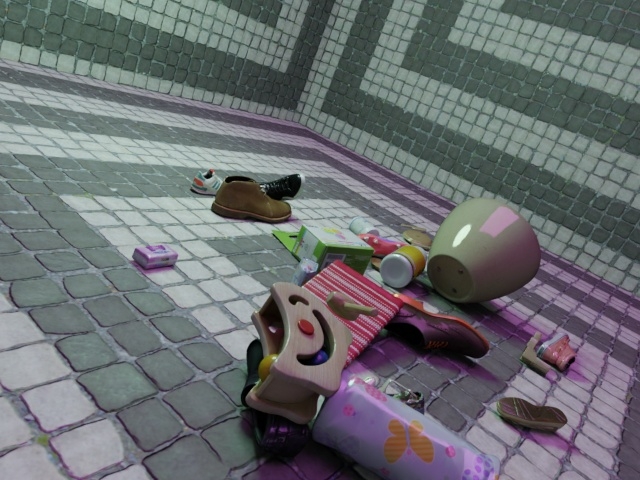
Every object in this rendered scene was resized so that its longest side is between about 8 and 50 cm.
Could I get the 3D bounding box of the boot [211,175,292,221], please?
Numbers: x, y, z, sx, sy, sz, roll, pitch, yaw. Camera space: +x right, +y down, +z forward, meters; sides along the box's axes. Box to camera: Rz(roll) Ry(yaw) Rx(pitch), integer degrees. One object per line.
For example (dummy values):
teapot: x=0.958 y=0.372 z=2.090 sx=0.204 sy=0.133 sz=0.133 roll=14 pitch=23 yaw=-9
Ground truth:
boot: x=-0.192 y=-0.130 z=1.553 sx=0.112 sy=0.115 sz=0.305 roll=31 pitch=18 yaw=37

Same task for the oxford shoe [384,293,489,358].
oxford shoe: x=0.266 y=0.227 z=1.169 sx=0.271 sy=0.097 sz=0.098 roll=23 pitch=43 yaw=2

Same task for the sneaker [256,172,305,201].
sneaker: x=-0.152 y=-0.170 z=1.657 sx=0.121 sy=0.079 sz=0.217 roll=2 pitch=-15 yaw=-36

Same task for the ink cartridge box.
ink cartridge box: x=0.000 y=0.000 z=1.440 sx=0.189 sy=0.097 sz=0.255 roll=5 pitch=26 yaw=-41

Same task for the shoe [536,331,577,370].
shoe: x=0.690 y=0.317 z=1.411 sx=0.178 sy=0.063 sz=0.081 roll=-6 pitch=34 yaw=-45

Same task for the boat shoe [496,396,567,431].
boat shoe: x=0.431 y=0.365 z=1.024 sx=0.153 sy=0.048 sz=0.056 roll=11 pitch=33 yaw=-11

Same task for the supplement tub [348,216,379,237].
supplement tub: x=0.153 y=-0.033 z=1.744 sx=0.071 sy=0.071 sz=0.107 roll=9 pitch=23 yaw=-34

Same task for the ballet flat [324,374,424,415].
ballet flat: x=0.098 y=0.268 z=0.861 sx=0.188 sy=0.070 sz=0.070 roll=19 pitch=19 yaw=-18

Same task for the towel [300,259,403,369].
towel: x=0.041 y=0.151 z=1.074 sx=0.199 sy=0.031 sz=0.275 roll=31 pitch=38 yaw=21

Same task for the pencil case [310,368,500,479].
pencil case: x=0.118 y=0.302 z=0.724 sx=0.273 sy=0.124 sz=0.113 roll=26 pitch=63 yaw=15

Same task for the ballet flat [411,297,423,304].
ballet flat: x=0.200 y=0.178 z=1.271 sx=0.168 sy=0.057 sz=0.052 roll=7 pitch=52 yaw=-30

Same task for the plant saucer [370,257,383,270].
plant saucer: x=0.192 y=0.081 z=1.559 sx=0.083 sy=0.015 sz=0.083 roll=20 pitch=19 yaw=-7

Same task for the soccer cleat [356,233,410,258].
soccer cleat: x=0.223 y=0.032 z=1.642 sx=0.248 sy=0.083 sz=0.095 roll=16 pitch=8 yaw=-17

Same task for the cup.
cup: x=0.469 y=0.063 z=1.537 sx=0.331 sy=0.331 sz=0.237 roll=34 pitch=49 yaw=31

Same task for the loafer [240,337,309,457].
loafer: x=-0.083 y=0.226 z=0.756 sx=0.078 sy=0.076 sz=0.223 roll=21 pitch=21 yaw=-30

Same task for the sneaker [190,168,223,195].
sneaker: x=-0.342 y=-0.190 z=1.604 sx=0.057 sy=0.075 sz=0.161 roll=35 pitch=23 yaw=33

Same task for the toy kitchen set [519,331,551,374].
toy kitchen set: x=0.583 y=0.304 z=1.320 sx=0.075 sy=0.083 sz=0.068 roll=32 pitch=-21 yaw=25

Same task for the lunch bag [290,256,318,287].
lunch bag: x=-0.040 y=0.090 z=1.188 sx=0.053 sy=0.071 sz=0.083 roll=27 pitch=17 yaw=0

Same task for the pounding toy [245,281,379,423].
pounding toy: x=-0.018 y=0.125 z=0.747 sx=0.154 sy=0.155 sz=0.269 roll=35 pitch=24 yaw=-2

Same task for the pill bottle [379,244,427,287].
pill bottle: x=0.259 y=0.072 z=1.503 sx=0.103 sy=0.103 sz=0.184 roll=30 pitch=26 yaw=22

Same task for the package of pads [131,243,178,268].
package of pads: x=-0.350 y=0.033 z=1.051 sx=0.050 sy=0.032 sz=0.083 roll=33 pitch=21 yaw=25

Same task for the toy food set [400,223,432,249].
toy food set: x=0.390 y=0.000 z=1.989 sx=0.132 sy=0.038 sz=0.192 roll=11 pitch=26 yaw=-10
